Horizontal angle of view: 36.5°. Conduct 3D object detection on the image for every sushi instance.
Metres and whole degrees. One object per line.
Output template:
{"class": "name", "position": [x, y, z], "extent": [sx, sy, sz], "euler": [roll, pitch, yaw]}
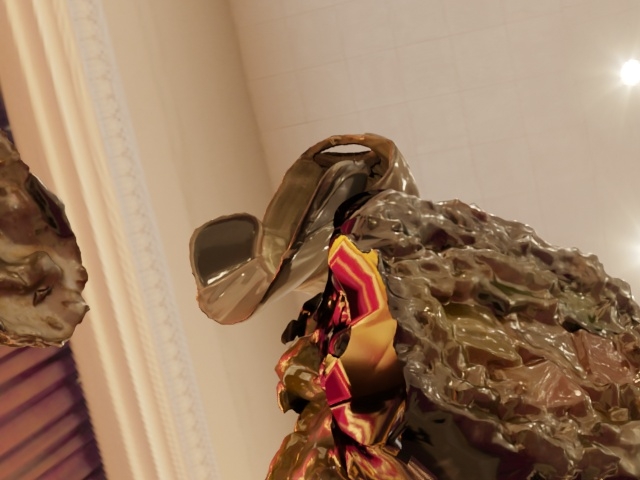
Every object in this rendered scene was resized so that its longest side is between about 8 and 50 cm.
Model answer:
{"class": "sushi", "position": [0.126, 0.158, 0.851], "extent": [0.328, 0.328, 0.285], "euler": [7, -52, -23]}

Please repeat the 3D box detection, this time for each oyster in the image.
{"class": "oyster", "position": [-0.298, -0.057, 0.812], "extent": [0.078, 0.128, 0.345], "euler": [-42, -107, 42]}

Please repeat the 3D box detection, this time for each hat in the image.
{"class": "hat", "position": [-0.006, 0.002, 1.018], "extent": [0.232, 0.275, 0.161], "euler": [-26, -78, 45]}
